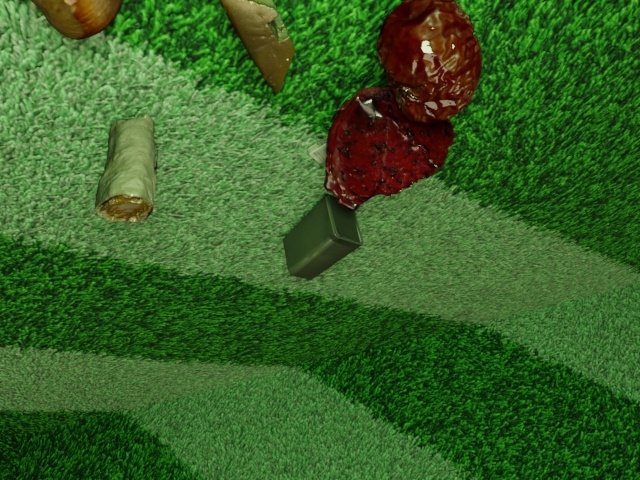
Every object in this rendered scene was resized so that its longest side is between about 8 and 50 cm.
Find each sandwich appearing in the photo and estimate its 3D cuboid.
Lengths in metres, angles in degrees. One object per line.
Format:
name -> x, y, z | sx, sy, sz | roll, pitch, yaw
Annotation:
sandwich -> -0.109, -0.411, 0.891 | 0.088, 0.090, 0.244 | -19, 143, 15

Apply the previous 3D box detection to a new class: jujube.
jujube -> 0.226, -0.371, 0.954 | 0.213, 0.212, 0.232 | -24, 141, 15

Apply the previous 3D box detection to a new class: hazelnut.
hazelnut -> -0.403, -0.419, 0.756 | 0.150, 0.150, 0.150 | -9, 145, -6

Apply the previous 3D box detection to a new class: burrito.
burrito -> -0.406, -0.146, 0.988 | 0.105, 0.299, 0.143 | 19, 129, -32

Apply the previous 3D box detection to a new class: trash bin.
trash bin -> 0.000, 0.000, 1.449 | 0.122, 0.164, 0.240 | 17, 136, -37

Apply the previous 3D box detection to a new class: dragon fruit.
dragon fruit -> 0.132, -0.253, 1.196 | 0.286, 0.228, 0.329 | 34, 144, -15

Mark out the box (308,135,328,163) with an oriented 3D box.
box -> 0.015, -0.244, 1.230 | 0.083, 0.024, 0.054 | -28, 141, 21
